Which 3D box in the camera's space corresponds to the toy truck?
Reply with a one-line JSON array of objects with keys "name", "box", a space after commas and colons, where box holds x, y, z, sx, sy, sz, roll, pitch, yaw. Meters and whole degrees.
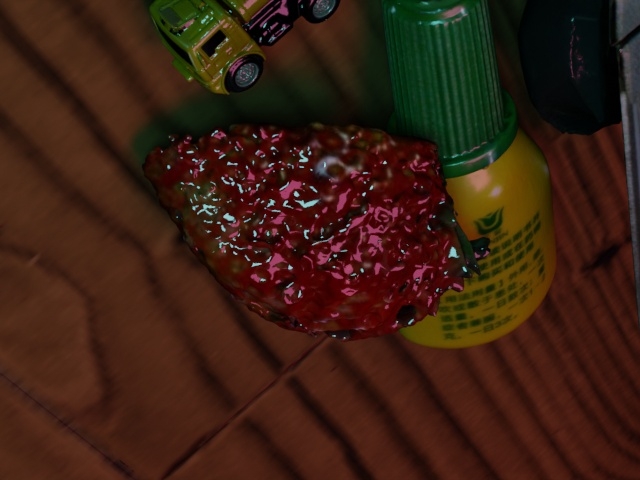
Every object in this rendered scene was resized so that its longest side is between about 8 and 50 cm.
[{"name": "toy truck", "box": [-0.040, -0.112, 0.952, 0.083, 0.049, 0.054, -42, 147, -1]}]

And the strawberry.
[{"name": "strawberry", "box": [0.003, 0.000, 1.048, 0.140, 0.085, 0.192, -16, 150, 19]}]

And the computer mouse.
[{"name": "computer mouse", "box": [0.143, -0.108, 1.117, 0.172, 0.057, 0.099, 19, 73, -73]}]

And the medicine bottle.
[{"name": "medicine bottle", "box": [0.078, -0.044, 1.130, 0.111, 0.076, 0.309, -30, 147, -12]}]

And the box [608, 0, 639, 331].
[{"name": "box", "box": [0.187, -0.113, 1.068, 0.047, 0.180, 0.325, 0, 142, 13]}]
